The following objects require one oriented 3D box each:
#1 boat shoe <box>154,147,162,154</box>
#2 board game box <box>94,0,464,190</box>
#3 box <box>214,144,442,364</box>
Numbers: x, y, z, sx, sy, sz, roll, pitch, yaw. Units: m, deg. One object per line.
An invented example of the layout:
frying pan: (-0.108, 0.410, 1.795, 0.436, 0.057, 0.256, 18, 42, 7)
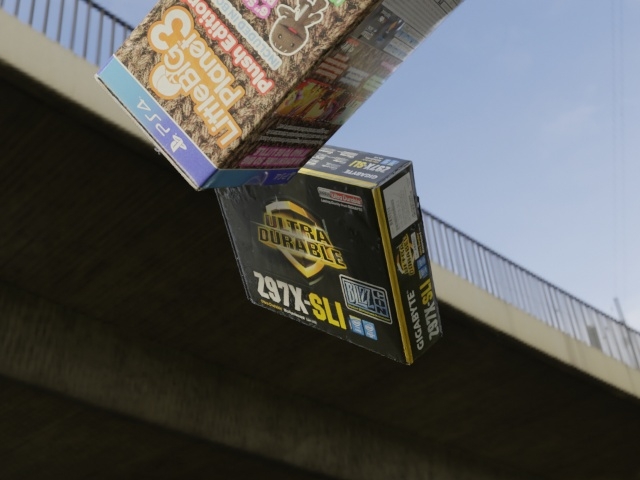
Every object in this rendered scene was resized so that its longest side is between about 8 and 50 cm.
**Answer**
boat shoe: (-0.169, -0.128, 1.086, 0.066, 0.066, 0.183, 8, -20, 8)
board game box: (-0.018, -0.197, 0.816, 0.291, 0.141, 0.232, -45, -8, 15)
box: (0.000, 0.000, 1.161, 0.322, 0.079, 0.257, 17, -47, 43)
